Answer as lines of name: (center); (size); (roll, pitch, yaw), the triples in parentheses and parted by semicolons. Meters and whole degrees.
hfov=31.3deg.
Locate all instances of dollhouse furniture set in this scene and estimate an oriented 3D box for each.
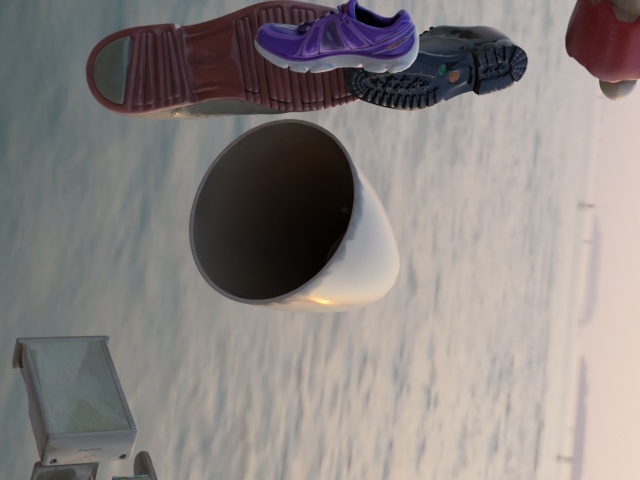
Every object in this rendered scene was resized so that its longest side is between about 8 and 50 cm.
dollhouse furniture set: (-0.301, 0.252, 1.319); (0.161, 0.212, 0.242); (59, -42, 46)

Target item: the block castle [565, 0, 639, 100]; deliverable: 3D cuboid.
block castle: (0.367, -0.297, 0.927); (0.212, 0.303, 0.453); (87, 16, -51)

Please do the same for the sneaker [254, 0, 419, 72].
sneaker: (0.016, -0.215, 1.165); (0.068, 0.170, 0.071); (-74, 162, -53)

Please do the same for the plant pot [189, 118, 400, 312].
plant pot: (0.000, 0.000, 1.603); (0.274, 0.257, 0.256); (32, 63, -55)

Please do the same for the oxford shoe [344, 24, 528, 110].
oxford shoe: (0.133, -0.220, 1.420); (0.096, 0.227, 0.082); (-114, -159, -47)

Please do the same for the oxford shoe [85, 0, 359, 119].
oxford shoe: (-0.098, -0.227, 1.487); (0.146, 0.397, 0.140); (155, -67, -84)
